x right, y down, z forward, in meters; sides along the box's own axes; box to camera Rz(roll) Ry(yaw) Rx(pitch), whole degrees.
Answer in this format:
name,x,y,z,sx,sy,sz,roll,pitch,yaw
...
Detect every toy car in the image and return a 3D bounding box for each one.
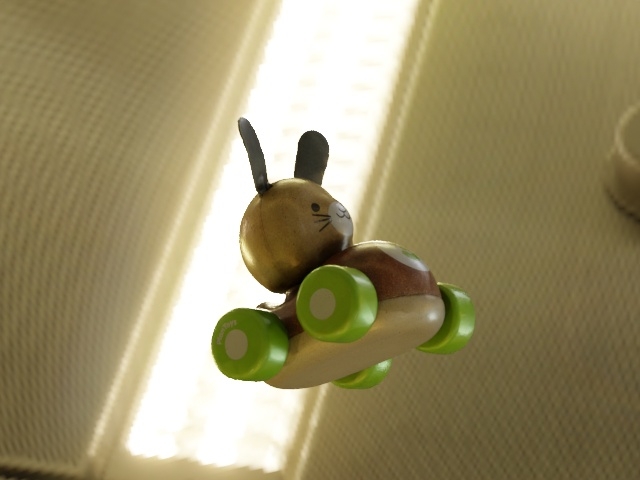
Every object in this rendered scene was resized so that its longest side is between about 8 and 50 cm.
name,x,y,z,sx,sy,sz,roll,pitch,yaw
toy car,0.000,0.000,1.316,0.149,0.155,0.188,-26,-110,31
